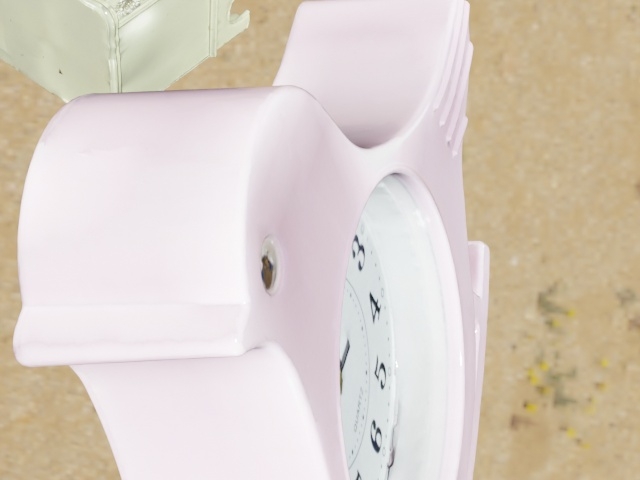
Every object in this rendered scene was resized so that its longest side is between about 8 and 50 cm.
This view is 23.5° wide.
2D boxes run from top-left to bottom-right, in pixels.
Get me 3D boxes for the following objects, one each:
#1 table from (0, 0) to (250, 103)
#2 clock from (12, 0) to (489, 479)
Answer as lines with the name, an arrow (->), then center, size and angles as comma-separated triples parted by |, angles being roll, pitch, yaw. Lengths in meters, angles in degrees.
table -> -0.080, -0.102, 0.597 | 0.083, 0.079, 0.062 | -41, 154, -33
clock -> 0.000, 0.000, 0.605 | 0.275, 0.080, 0.290 | 63, 31, -48
